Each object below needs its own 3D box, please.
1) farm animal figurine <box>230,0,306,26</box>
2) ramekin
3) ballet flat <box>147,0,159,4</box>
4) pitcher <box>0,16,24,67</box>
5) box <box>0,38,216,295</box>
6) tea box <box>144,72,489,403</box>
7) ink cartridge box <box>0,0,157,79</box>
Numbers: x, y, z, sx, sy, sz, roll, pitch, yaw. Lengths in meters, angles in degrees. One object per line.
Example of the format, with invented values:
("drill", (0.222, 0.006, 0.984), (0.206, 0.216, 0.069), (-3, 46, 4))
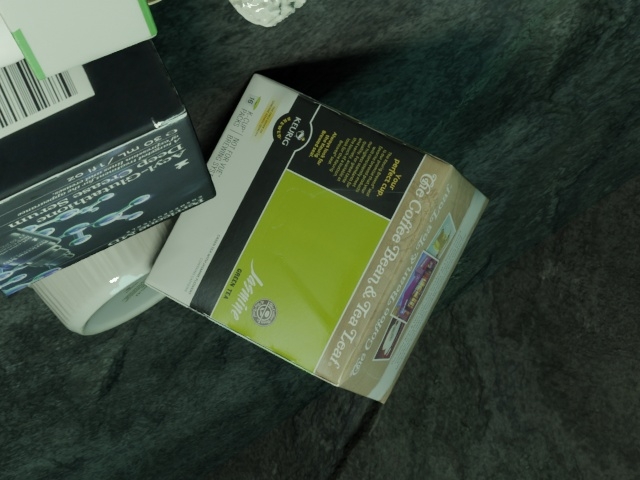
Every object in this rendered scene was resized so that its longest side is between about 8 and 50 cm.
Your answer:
("farm animal figurine", (-0.044, -0.385, 1.562), (0.330, 0.172, 0.327), (39, 72, -49))
("ramekin", (-0.285, 0.025, 2.638), (0.273, 0.127, 0.273), (-32, 169, -7))
("ballet flat", (-0.144, -0.336, 1.857), (0.248, 0.086, 0.086), (-59, 171, -19))
("pitcher", (-0.374, -0.236, 1.796), (0.207, 0.125, 0.178), (-12, 144, -5))
("box", (-0.304, -0.119, 2.095), (0.293, 0.212, 0.395), (-26, 170, -3))
("tea box", (0.000, 0.000, 2.524), (0.329, 0.323, 0.220), (-62, 158, -1))
("ink cartridge box", (-0.256, -0.316, 1.587), (0.121, 0.289, 0.211), (-22, 161, -2))
